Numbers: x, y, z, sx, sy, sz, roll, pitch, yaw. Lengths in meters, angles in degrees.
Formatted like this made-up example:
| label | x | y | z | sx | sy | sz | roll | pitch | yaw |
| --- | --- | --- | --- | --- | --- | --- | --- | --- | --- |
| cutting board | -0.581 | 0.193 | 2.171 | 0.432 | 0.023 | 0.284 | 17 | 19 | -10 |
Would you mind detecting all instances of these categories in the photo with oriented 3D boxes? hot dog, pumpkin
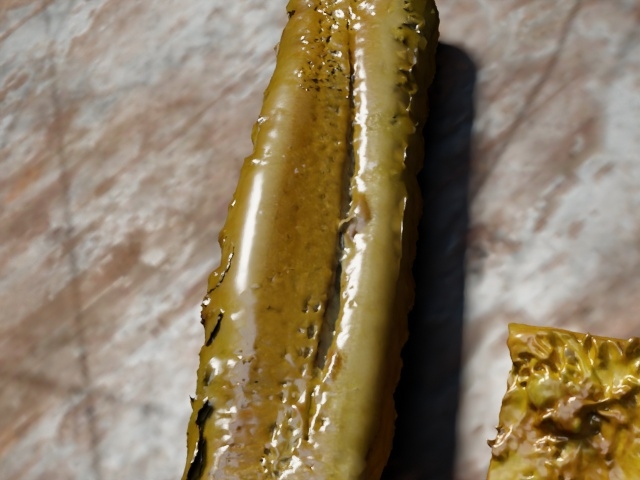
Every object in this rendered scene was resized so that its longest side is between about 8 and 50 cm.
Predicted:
| label | x | y | z | sx | sy | sz | roll | pitch | yaw |
| --- | --- | --- | --- | --- | --- | --- | --- | --- | --- |
| hot dog | 0.001 | 0.000 | 0.658 | 0.083 | 0.068 | 0.289 | 9 | 55 | 4 |
| pumpkin | 0.099 | 0.073 | 0.568 | 0.074 | 0.054 | 0.083 | 9 | 82 | 21 |
